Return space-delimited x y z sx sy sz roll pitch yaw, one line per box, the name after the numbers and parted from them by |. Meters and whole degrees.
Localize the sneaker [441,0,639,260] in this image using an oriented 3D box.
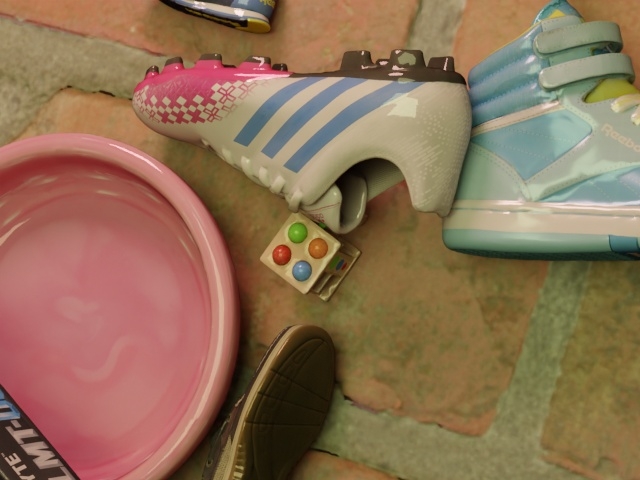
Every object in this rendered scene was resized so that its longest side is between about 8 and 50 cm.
0.250 -0.089 1.279 0.318 0.127 0.208 0 83 18 | sneaker

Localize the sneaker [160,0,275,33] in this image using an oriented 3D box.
-0.103 -0.228 1.459 0.144 0.053 0.059 18 89 12 | sneaker

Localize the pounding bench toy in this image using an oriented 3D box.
0.000 0.000 1.380 0.052 0.065 0.083 37 94 20 | pounding bench toy

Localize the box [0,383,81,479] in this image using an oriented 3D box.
-0.338 0.228 1.383 0.295 0.073 0.293 47 126 14 | box

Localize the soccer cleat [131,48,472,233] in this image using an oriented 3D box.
-0.029 -0.078 1.348 0.331 0.116 0.143 2 89 37 | soccer cleat

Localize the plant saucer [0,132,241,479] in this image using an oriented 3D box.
-0.217 0.076 1.433 0.332 0.084 0.332 -3 81 18 | plant saucer

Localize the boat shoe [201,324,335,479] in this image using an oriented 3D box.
-0.058 0.170 1.368 0.073 0.080 0.224 16 86 52 | boat shoe
